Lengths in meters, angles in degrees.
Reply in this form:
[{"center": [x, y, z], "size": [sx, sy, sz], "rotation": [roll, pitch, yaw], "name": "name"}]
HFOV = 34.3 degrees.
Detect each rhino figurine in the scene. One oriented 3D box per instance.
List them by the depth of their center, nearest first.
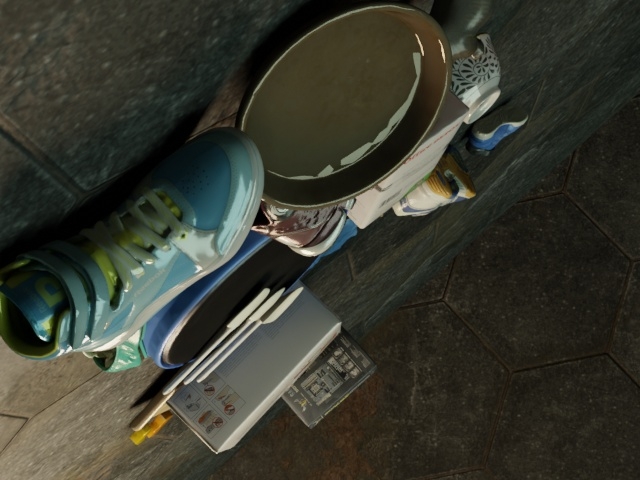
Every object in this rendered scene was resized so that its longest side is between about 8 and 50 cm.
[{"center": [0.162, -0.253, 1.256], "size": [0.106, 0.073, 0.243], "rotation": [-7, 122, -67], "name": "rhino figurine"}]

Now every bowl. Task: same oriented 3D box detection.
[{"center": [-0.116, 0.043, 1.526], "size": [0.391, 0.077, 0.391], "rotation": [-40, 167, -11], "name": "bowl"}, {"center": [0.233, -0.239, 1.646], "size": [0.170, 0.080, 0.170], "rotation": [-41, 168, -11], "name": "bowl"}]

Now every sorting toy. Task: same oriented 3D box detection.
[{"center": [-0.273, 0.280, 1.953], "size": [0.307, 0.041, 0.229], "rotation": [-47, 171, 22], "name": "sorting toy"}]

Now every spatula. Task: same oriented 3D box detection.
[{"center": [-0.135, 0.155, 1.626], "size": [0.242, 0.019, 0.168], "rotation": [-45, 169, 14], "name": "spatula"}]

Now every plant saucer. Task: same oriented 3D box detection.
[{"center": [0.023, -0.151, 1.158], "size": [0.278, 0.041, 0.278], "rotation": [-21, 141, -19], "name": "plant saucer"}]

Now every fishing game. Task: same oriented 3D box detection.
[{"center": [0.000, 0.000, 1.838], "size": [0.264, 0.041, 0.189], "rotation": [-34, 167, -3], "name": "fishing game"}]

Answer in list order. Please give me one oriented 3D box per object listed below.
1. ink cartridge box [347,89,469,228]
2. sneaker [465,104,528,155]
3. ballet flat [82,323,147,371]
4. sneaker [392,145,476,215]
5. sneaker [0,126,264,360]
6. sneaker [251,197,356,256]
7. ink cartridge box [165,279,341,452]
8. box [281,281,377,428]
[{"center": [0.116, -0.137, 1.595], "size": [0.160, 0.092, 0.219], "rotation": [-37, 166, -27], "name": "ink cartridge box"}, {"center": [0.359, -0.223, 2.141], "size": [0.152, 0.058, 0.084], "rotation": [-29, 157, -34], "name": "sneaker"}, {"center": [-0.263, 0.110, 1.297], "size": [0.087, 0.083, 0.247], "rotation": [-19, 158, -17], "name": "ballet flat"}, {"center": [0.216, -0.110, 2.047], "size": [0.131, 0.112, 0.296], "rotation": [-28, 172, 22], "name": "sneaker"}, {"center": [-0.200, 0.013, 1.044], "size": [0.319, 0.127, 0.208], "rotation": [-47, 168, 18], "name": "sneaker"}, {"center": [-0.008, -0.117, 1.277], "size": [0.162, 0.106, 0.281], "rotation": [15, 105, -42], "name": "sneaker"}, {"center": [-0.110, 0.227, 1.879], "size": [0.309, 0.130, 0.272], "rotation": [-46, 172, -7], "name": "ink cartridge box"}, {"center": [-0.029, 0.227, 2.060], "size": [0.183, 0.233, 0.059], "rotation": [-41, 165, -7], "name": "box"}]
